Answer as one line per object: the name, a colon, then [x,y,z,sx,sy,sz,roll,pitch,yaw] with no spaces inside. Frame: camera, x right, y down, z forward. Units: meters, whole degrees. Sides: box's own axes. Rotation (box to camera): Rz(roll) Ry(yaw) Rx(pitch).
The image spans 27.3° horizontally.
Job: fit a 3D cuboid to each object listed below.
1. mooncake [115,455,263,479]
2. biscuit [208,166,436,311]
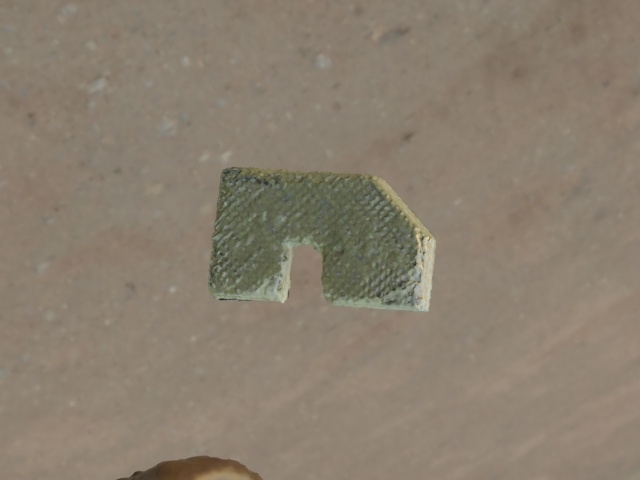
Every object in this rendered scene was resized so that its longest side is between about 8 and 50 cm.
mooncake: [-0.189,0.453,1.775,0.187,0.324,0.324,-17,169,33]
biscuit: [0.000,0.000,1.402,0.249,0.147,0.046,5,170,19]
